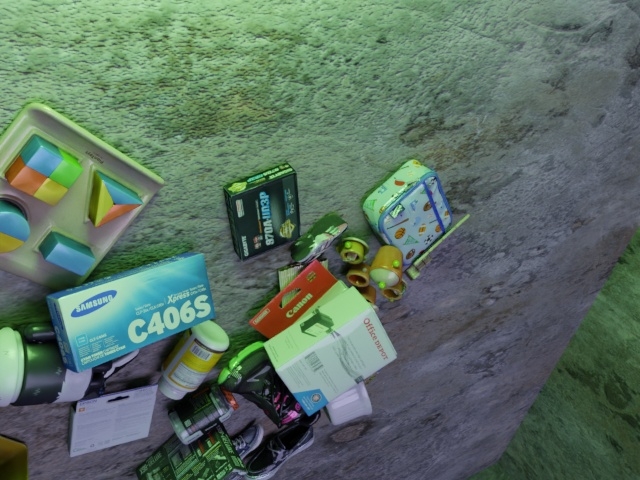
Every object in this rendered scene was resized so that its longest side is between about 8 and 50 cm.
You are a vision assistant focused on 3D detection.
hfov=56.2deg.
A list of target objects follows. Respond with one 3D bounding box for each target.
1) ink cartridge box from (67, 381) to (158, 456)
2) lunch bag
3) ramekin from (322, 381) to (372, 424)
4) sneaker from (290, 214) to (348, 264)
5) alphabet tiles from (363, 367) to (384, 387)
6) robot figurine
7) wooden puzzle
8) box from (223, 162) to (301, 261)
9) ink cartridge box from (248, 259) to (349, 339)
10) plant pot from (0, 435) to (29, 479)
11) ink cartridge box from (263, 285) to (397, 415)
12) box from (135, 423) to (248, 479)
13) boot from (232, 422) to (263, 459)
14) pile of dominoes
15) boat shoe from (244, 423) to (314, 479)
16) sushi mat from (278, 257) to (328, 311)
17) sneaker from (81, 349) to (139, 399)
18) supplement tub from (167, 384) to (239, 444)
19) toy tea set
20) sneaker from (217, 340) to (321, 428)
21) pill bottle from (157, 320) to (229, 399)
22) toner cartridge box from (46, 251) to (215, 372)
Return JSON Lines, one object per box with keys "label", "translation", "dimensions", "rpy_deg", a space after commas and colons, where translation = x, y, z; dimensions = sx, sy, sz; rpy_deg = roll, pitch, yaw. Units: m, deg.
{"label": "ink cartridge box", "translation": [-0.568, 0.477, 1.639], "dimensions": [0.223, 0.045, 0.224], "rpy_deg": [-4, 127, -36]}
{"label": "lunch bag", "translation": [0.264, -0.082, 1.743], "dimensions": [0.243, 0.115, 0.303], "rpy_deg": [-40, 141, -5]}
{"label": "ramekin", "translation": [0.048, 0.457, 1.940], "dimensions": [0.135, 0.277, 0.277], "rpy_deg": [-24, 138, -9]}
{"label": "sneaker", "translation": [0.000, 0.000, 1.653], "dimensions": [0.178, 0.072, 0.077], "rpy_deg": [-35, 152, 5]}
{"label": "alphabet tiles", "translation": [0.119, 0.525, 2.254], "dimensions": [0.198, 0.009, 0.237], "rpy_deg": [-48, 140, 8]}
{"label": "robot figurine", "translation": [-0.615, 0.272, 1.326], "dimensions": [0.278, 0.173, 0.209], "rpy_deg": [6, 89, -41]}
{"label": "wooden puzzle", "translation": [-0.519, -0.051, 1.174], "dimensions": [0.348, 0.080, 0.322], "rpy_deg": [-46, 140, 7]}
{"label": "box", "translation": [-0.138, -0.068, 1.481], "dimensions": [0.175, 0.051, 0.220], "rpy_deg": [-23, 137, -21]}
{"label": "ink cartridge box", "translation": [-0.029, 0.221, 1.730], "dimensions": [0.275, 0.060, 0.239], "rpy_deg": [-44, 126, 3]}
{"label": "plant pot", "translation": [-0.846, 0.599, 1.423], "dimensions": [0.187, 0.212, 0.212], "rpy_deg": [-30, 141, 7]}
{"label": "ink cartridge box", "translation": [0.030, 0.311, 1.689], "dimensions": [0.307, 0.129, 0.223], "rpy_deg": [-32, 123, -5]}
{"label": "box", "translation": [-0.400, 0.705, 1.826], "dimensions": [0.307, 0.242, 0.076], "rpy_deg": [-44, 140, 2]}
{"label": "boot", "translation": [-0.277, 0.701, 2.051], "dimensions": [0.086, 0.069, 0.190], "rpy_deg": [18, 115, -49]}
{"label": "pile of dominoes", "translation": [0.367, 0.030, 1.892], "dimensions": [0.251, 0.040, 0.196], "rpy_deg": [-41, 173, -8]}
{"label": "boat shoe", "translation": [-0.153, 0.759, 2.176], "dimensions": [0.301, 0.108, 0.102], "rpy_deg": [-26, 138, -21]}
{"label": "sushi mat", "translation": [-0.039, 0.201, 1.762], "dimensions": [0.151, 0.019, 0.317], "rpy_deg": [-13, 121, -16]}
{"label": "sneaker", "translation": [-0.544, 0.327, 1.508], "dimensions": [0.216, 0.079, 0.121], "rpy_deg": [-24, 141, -7]}
{"label": "supplement tub", "translation": [-0.347, 0.511, 1.789], "dimensions": [0.190, 0.117, 0.117], "rpy_deg": [-29, 139, -13]}
{"label": "toy tea set", "translation": [0.155, 0.134, 1.778], "dimensions": [0.336, 0.199, 0.124], "rpy_deg": [72, 30, -50]}
{"label": "sneaker", "translation": [-0.129, 0.452, 1.822], "dimensions": [0.185, 0.202, 0.483], "rpy_deg": [-48, 142, 1]}
{"label": "pill bottle", "translation": [-0.349, 0.324, 1.619], "dimensions": [0.117, 0.117, 0.215], "rpy_deg": [22, 111, -47]}
{"label": "toner cartridge box", "translation": [-0.409, 0.150, 1.340], "dimensions": [0.347, 0.075, 0.165], "rpy_deg": [-20, 105, -41]}
